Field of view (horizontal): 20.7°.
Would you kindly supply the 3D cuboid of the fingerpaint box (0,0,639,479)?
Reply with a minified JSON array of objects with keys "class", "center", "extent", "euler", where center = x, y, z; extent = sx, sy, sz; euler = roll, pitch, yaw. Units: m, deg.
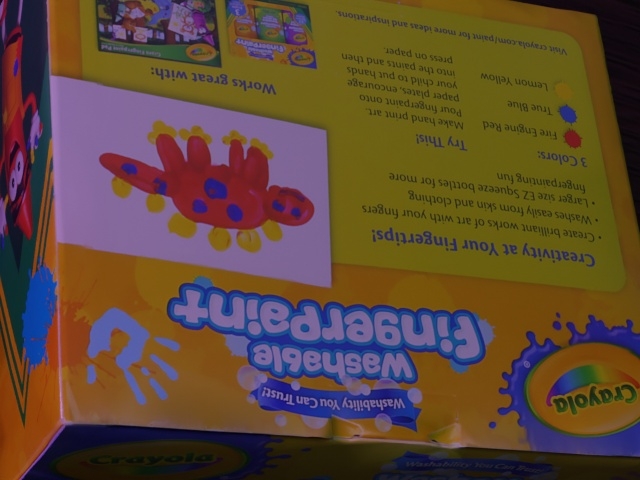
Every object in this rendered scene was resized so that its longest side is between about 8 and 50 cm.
[{"class":"fingerpaint box","center":[0.000,0.000,1.241],"extent":[0.445,0.163,0.371],"euler":[6,62,-25]}]
